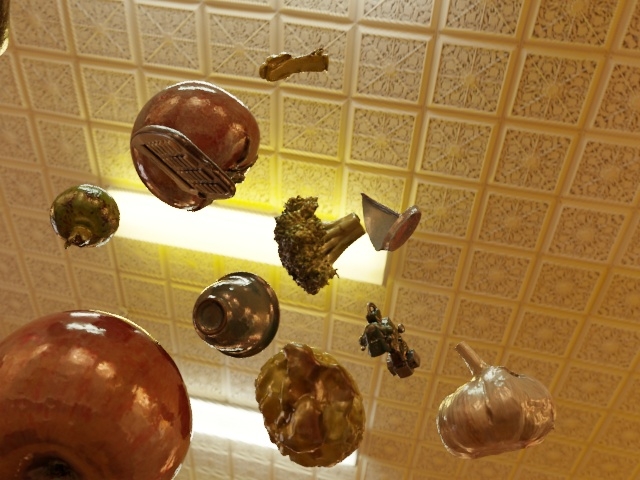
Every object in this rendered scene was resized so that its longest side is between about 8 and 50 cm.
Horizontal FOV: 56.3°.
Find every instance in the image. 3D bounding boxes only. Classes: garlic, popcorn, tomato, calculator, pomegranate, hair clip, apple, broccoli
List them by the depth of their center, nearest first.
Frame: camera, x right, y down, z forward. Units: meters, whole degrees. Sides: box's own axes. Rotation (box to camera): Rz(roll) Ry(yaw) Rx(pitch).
[{"bbox_3d":[-0.357,0.277,0.886,0.345,0.269,0.344,7,-67,16],"label":"apple"},{"bbox_3d":[-0.239,-0.133,1.040,0.177,0.040,0.268,44,-13,-29],"label":"calculator"},{"bbox_3d":[0.313,0.289,1.122,0.219,0.211,0.218,-10,-28,-6],"label":"garlic"},{"bbox_3d":[-0.023,0.315,1.184,0.206,0.236,0.251,-17,-48,-5],"label":"popcorn"},{"bbox_3d":[-0.065,-0.416,1.412,0.173,0.046,0.072,-18,-33,-18],"label":"hair clip"},{"bbox_3d":[-0.296,-0.226,1.440,0.282,0.317,0.316,46,-53,8],"label":"tomato"},{"bbox_3d":[0.000,0.000,1.611,0.244,0.262,0.247,-27,-23,3],"label":"broccoli"},{"bbox_3d":[-0.739,-0.057,1.873,0.211,0.263,0.210,-4,-47,-4],"label":"pomegranate"}]

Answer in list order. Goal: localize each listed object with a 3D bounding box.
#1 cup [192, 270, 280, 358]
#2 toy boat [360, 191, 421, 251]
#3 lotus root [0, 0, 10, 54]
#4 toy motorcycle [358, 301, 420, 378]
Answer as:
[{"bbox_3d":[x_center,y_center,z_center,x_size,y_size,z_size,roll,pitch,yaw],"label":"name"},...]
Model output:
[{"bbox_3d":[-0.206,0.163,1.308,0.199,0.150,0.198,-2,-96,19],"label":"cup"},{"bbox_3d":[0.096,-0.033,0.964,0.096,0.122,0.034,-51,-48,-5],"label":"toy boat"},{"bbox_3d":[-0.621,-0.408,1.019,0.160,0.151,0.275,28,-33,-6],"label":"lotus root"},{"bbox_3d":[0.218,0.332,1.892,0.125,0.187,0.274,-26,-64,24],"label":"toy motorcycle"}]
